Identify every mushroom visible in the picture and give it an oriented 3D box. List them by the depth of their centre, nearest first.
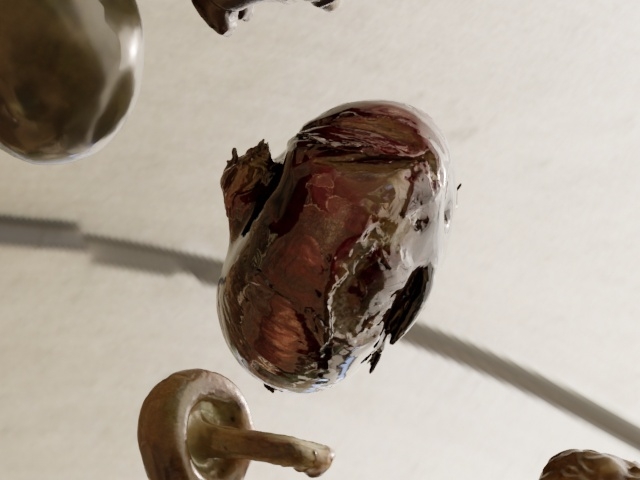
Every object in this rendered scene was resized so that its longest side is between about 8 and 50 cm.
[{"bbox_3d":[-0.058,0.135,0.938,0.130,0.088,0.073,18,-29,-11],"label":"mushroom"}]

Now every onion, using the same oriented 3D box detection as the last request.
[{"bbox_3d":[0.000,0.000,1.424,0.232,0.314,0.314,25,-51,-2],"label":"onion"}]

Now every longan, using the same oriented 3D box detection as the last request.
[{"bbox_3d":[-0.250,-0.176,1.282,0.197,0.196,0.220,-21,-66,38],"label":"longan"}]

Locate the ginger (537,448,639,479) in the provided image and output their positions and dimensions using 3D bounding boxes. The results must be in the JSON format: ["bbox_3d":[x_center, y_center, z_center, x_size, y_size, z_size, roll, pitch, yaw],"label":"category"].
[{"bbox_3d":[0.270,0.312,1.122,0.172,0.165,0.321,-9,-81,56],"label":"ginger"}]

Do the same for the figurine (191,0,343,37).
[{"bbox_3d":[0.049,-0.306,1.386,0.206,0.218,0.365,48,-64,7],"label":"figurine"}]
